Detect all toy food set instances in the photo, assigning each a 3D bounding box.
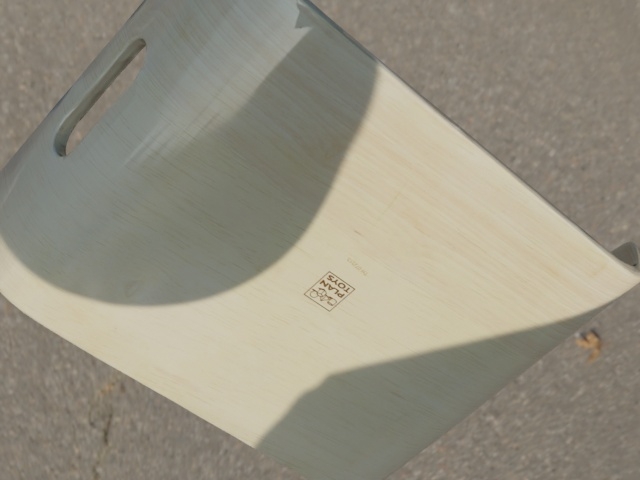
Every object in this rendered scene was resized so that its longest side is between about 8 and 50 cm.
[{"bbox_3d":[0.000,0.000,0.595,0.306,0.219,0.092,35,26,-26],"label":"toy food set"}]
